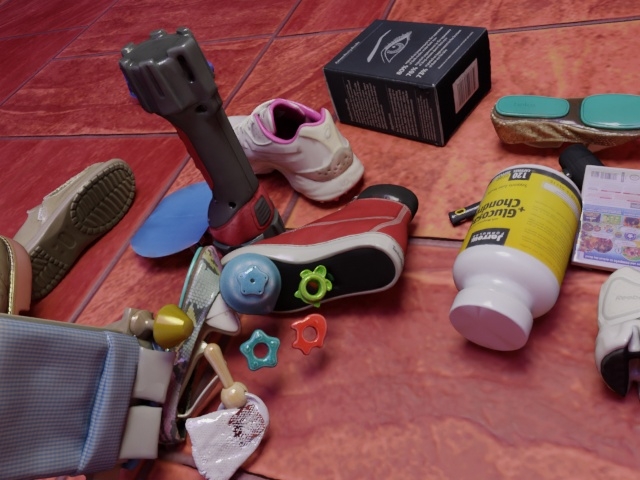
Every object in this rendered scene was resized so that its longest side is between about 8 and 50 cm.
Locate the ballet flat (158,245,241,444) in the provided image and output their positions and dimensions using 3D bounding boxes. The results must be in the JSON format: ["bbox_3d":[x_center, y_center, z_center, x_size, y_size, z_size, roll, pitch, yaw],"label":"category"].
[{"bbox_3d":[-0.137,0.117,0.580,0.079,0.077,0.222,16,72,7],"label":"ballet flat"}]

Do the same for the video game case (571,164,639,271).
[{"bbox_3d":[0.326,-0.023,0.555,0.087,0.011,0.122,10,69,22],"label":"video game case"}]

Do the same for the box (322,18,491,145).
[{"bbox_3d":[0.134,-0.253,0.801,0.207,0.108,0.153,24,61,37],"label":"box"}]

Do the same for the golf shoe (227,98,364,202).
[{"bbox_3d":[-0.069,-0.165,0.780,0.306,0.140,0.115,23,62,37],"label":"golf shoe"}]

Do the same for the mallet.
[{"bbox_3d":[0.250,-0.068,0.640,0.189,0.039,0.062,-15,46,13],"label":"mallet"}]

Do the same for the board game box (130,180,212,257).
[{"bbox_3d":[-0.205,-0.025,0.779,0.133,0.033,0.169,-2,43,27],"label":"board game box"}]

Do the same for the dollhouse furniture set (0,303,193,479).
[{"bbox_3d":[-0.186,0.178,0.368,0.198,0.286,0.304,2,74,23],"label":"dollhouse furniture set"}]

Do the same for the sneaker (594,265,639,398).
[{"bbox_3d":[0.383,0.067,0.417,0.292,0.110,0.118,0,40,21],"label":"sneaker"}]

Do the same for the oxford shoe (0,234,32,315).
[{"bbox_3d":[-0.429,0.143,0.592,0.140,0.146,0.397,-23,62,-2],"label":"oxford shoe"}]

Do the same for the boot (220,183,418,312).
[{"bbox_3d":[0.000,0.000,0.652,0.244,0.088,0.176,-10,29,25],"label":"boot"}]

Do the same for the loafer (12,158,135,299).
[{"bbox_3d":[-0.406,-0.034,0.816,0.092,0.102,0.269,19,58,27],"label":"loafer"}]

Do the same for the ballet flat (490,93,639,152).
[{"bbox_3d":[0.325,-0.148,0.658,0.206,0.067,0.073,13,59,27],"label":"ballet flat"}]

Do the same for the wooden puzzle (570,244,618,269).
[{"bbox_3d":[0.302,-0.001,0.574,0.049,0.006,0.083,-1,49,21],"label":"wooden puzzle"}]

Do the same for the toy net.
[{"bbox_3d":[-0.065,0.130,0.539,0.122,0.045,0.232,14,77,-10],"label":"toy net"}]

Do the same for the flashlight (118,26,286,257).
[{"bbox_3d":[-0.135,-0.098,0.625,0.103,0.304,0.103,-26,43,-2],"label":"flashlight"}]

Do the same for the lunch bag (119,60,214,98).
[{"bbox_3d":[-0.321,-0.353,1.090,0.151,0.096,0.129,25,58,20],"label":"lunch bag"}]

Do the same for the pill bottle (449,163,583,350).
[{"bbox_3d":[0.199,0.016,0.531,0.103,0.103,0.184,12,54,30],"label":"pill bottle"}]
